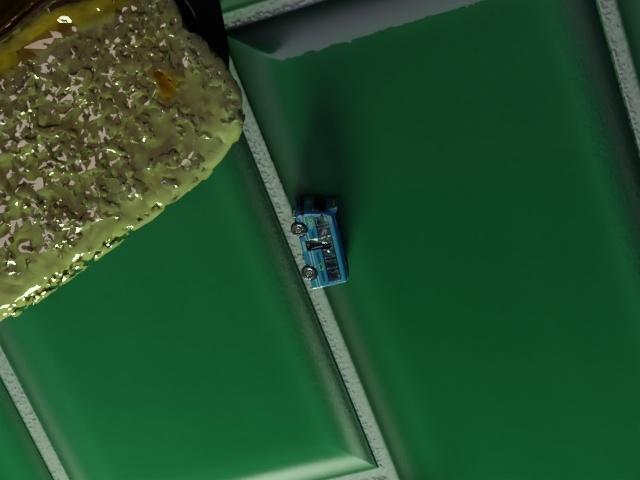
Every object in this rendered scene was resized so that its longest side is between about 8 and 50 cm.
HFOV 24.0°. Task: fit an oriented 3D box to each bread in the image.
[{"bbox_3d":[-0.250,-0.114,1.280,0.315,0.279,0.248,-36,117,-3],"label":"bread"}]

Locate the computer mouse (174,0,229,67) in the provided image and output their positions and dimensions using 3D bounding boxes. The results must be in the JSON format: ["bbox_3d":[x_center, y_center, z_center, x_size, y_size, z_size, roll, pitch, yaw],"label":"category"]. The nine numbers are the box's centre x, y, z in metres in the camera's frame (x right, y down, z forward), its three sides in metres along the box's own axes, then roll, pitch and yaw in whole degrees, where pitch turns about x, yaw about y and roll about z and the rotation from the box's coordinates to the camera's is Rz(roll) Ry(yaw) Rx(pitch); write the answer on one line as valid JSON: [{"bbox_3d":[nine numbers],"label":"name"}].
[{"bbox_3d":[-0.166,-0.225,1.259,0.137,0.086,0.270,-20,117,26],"label":"computer mouse"}]

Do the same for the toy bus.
[{"bbox_3d":[0.000,0.000,1.391,0.046,0.038,0.083,-9,118,6],"label":"toy bus"}]
